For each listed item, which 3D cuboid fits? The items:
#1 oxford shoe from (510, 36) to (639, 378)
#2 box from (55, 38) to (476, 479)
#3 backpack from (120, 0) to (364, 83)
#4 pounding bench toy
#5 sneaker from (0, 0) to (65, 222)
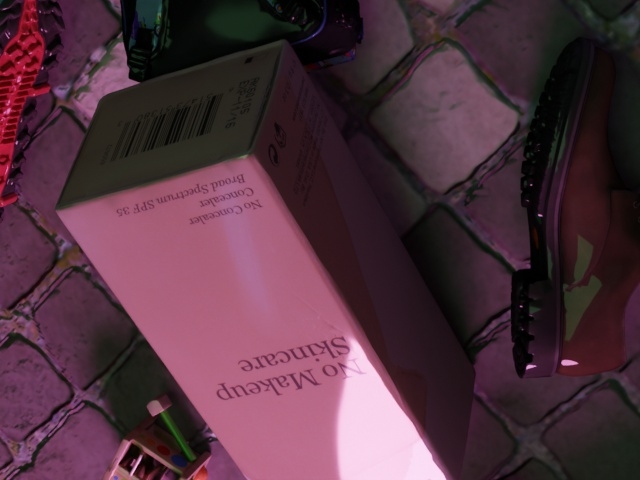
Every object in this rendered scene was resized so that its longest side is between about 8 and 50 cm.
[{"bbox_3d":[0.181,-0.021,1.126,0.096,0.083,0.227,1,106,-3],"label":"oxford shoe"},{"bbox_3d":[-0.024,0.038,1.121,0.148,0.121,0.311,-16,126,24],"label":"box"},{"bbox_3d":[-0.059,-0.195,1.130,0.158,0.117,0.173,-14,83,23],"label":"backpack"},{"bbox_3d":[-0.116,0.166,1.299,0.065,0.052,0.083,33,115,8],"label":"pounding bench toy"},{"bbox_3d":[-0.281,-0.096,1.271,0.125,0.104,0.262,37,112,25],"label":"sneaker"}]
